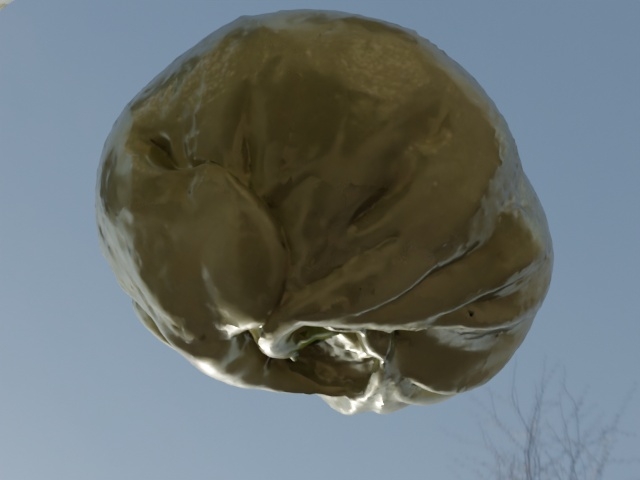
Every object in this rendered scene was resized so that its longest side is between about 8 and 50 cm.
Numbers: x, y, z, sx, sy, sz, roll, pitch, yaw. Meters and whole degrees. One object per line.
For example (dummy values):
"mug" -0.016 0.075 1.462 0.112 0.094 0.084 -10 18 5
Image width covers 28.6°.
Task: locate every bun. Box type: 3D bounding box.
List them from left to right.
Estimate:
"bun" 0.000 0.000 0.679 0.259 0.160 0.259 4 -50 5

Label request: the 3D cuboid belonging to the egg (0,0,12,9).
"egg" -0.142 -0.238 0.361 0.278 0.278 0.336 -22 -70 8
